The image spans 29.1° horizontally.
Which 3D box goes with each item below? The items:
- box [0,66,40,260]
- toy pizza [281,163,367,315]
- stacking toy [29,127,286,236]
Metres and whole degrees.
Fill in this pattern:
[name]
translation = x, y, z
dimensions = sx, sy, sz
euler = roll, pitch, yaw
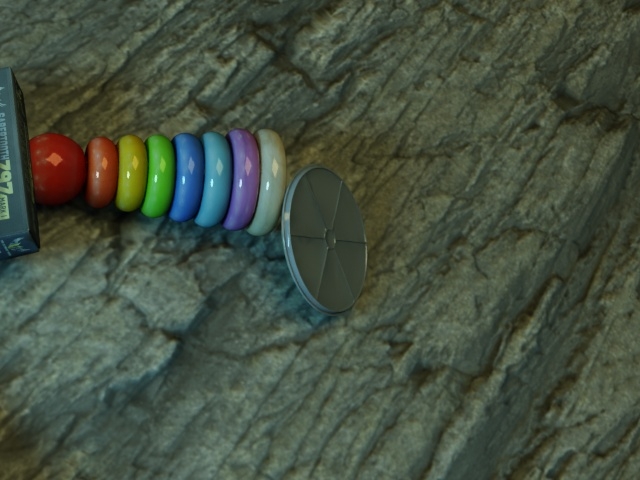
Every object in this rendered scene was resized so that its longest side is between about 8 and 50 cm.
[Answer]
[box]
translation = -0.433, -0.080, 1.442
dimensions = 0.183, 0.059, 0.233
euler = -12, 64, -3
[toy pizza]
translation = 0.000, 0.000, 1.614
dimensions = 0.201, 0.032, 0.201
euler = 22, 63, -54
[stacking toy]
translation = -0.216, -0.086, 1.559
dimensions = 0.330, 0.141, 0.141
euler = 4, 59, -17
